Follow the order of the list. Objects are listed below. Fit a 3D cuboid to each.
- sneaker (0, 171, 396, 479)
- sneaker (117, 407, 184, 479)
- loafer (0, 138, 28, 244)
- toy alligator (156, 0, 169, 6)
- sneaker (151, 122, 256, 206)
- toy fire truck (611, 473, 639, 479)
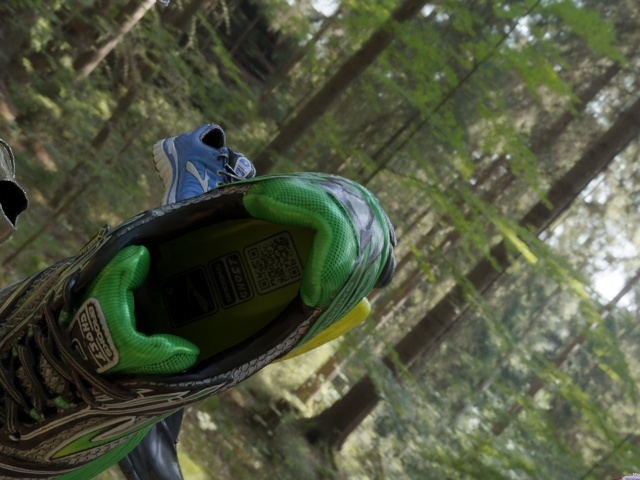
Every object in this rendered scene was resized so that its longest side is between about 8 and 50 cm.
[{"bbox_3d":[-0.125,0.051,0.429,0.134,0.344,0.146,61,6,10],"label":"sneaker"},{"bbox_3d":[-0.198,0.183,0.904,0.109,0.130,0.286,16,-54,65],"label":"sneaker"},{"bbox_3d":[-0.302,-0.044,0.733,0.056,0.050,0.148,72,3,-49],"label":"loafer"},{"bbox_3d":[-0.250,-0.417,1.069,0.189,0.051,0.056,57,36,-15],"label":"toy alligator"},{"bbox_3d":[-0.179,-0.082,1.286,0.130,0.147,0.330,46,18,-51],"label":"sneaker"},{"bbox_3d":[0.272,0.314,0.731,0.246,0.158,0.217,6,15,28],"label":"toy fire truck"}]
